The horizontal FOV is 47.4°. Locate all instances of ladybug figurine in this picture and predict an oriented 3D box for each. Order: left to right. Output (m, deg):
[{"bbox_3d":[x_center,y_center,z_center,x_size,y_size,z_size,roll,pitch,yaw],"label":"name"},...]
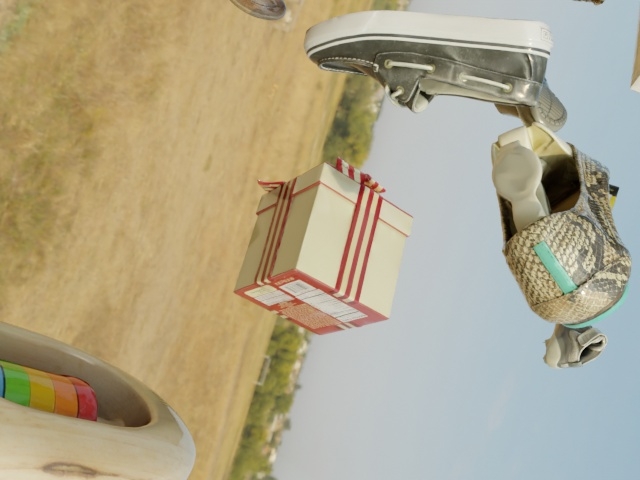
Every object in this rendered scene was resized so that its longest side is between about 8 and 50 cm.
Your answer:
[{"bbox_3d":[-0.335,0.201,0.760,0.305,0.449,0.162,32,-89,47],"label":"ladybug figurine"}]

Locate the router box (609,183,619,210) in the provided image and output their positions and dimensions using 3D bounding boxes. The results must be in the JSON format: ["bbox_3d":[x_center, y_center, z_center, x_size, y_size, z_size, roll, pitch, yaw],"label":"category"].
[{"bbox_3d":[0.457,-0.063,1.393,0.046,0.179,0.133,21,87,-75],"label":"router box"}]

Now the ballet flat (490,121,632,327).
[{"bbox_3d":[0.298,-0.063,0.974,0.164,0.182,0.483,-34,-169,23],"label":"ballet flat"}]

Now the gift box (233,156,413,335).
[{"bbox_3d":[0.000,0.000,1.377,0.255,0.276,0.258,-18,-132,47],"label":"gift box"}]

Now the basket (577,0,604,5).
[{"bbox_3d":[0.379,-0.568,1.276,0.213,0.223,0.299,-67,-151,15],"label":"basket"}]

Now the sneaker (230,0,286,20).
[{"bbox_3d":[-0.135,-0.451,1.251,0.071,0.188,0.066,-47,-164,54],"label":"sneaker"}]

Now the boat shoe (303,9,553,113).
[{"bbox_3d":[0.127,-0.228,0.958,0.121,0.335,0.119,2,95,-65],"label":"boat shoe"}]

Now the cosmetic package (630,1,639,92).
[{"bbox_3d":[0.595,-0.337,1.083,0.365,0.197,0.155,-61,175,-41],"label":"cosmetic package"}]

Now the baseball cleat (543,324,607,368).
[{"bbox_3d":[0.484,0.162,1.359,0.072,0.109,0.206,58,45,-32],"label":"baseball cleat"}]

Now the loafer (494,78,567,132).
[{"bbox_3d":[0.362,-0.243,1.288,0.087,0.094,0.251,-47,-161,29],"label":"loafer"}]
